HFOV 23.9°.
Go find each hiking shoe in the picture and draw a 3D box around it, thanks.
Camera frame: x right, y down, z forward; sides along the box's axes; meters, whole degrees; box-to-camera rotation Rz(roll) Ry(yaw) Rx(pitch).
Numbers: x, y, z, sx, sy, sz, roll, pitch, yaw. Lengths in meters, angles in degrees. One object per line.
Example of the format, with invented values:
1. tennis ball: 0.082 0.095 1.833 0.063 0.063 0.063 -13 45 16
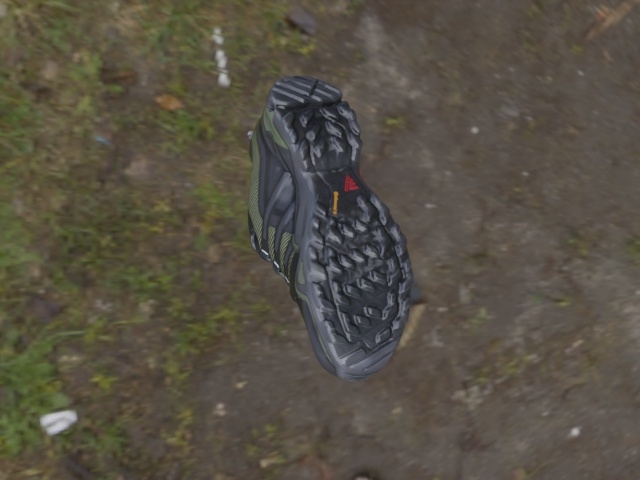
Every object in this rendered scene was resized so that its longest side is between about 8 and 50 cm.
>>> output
1. hiking shoe: 0.000 0.000 1.099 0.086 0.114 0.227 -4 70 -23
